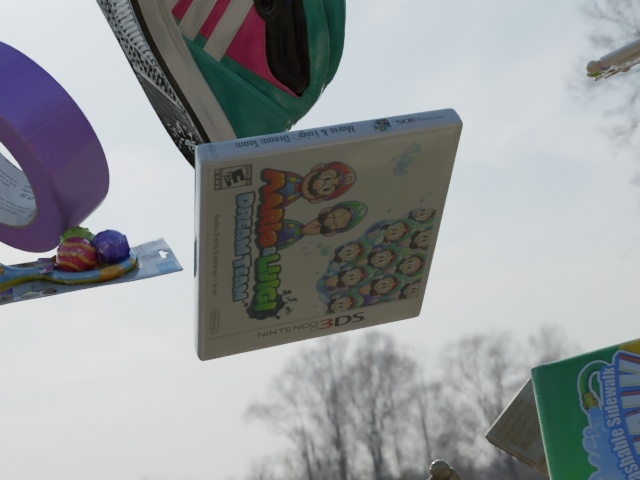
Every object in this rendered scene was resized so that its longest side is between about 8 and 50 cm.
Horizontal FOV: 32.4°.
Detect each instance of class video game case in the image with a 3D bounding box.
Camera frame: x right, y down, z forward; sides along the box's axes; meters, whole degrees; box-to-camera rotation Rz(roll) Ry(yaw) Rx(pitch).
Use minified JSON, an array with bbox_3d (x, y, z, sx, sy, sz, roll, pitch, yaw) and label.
[{"bbox_3d":[0.000,0.000,0.618,0.143,0.019,0.157,-10,-43,-17],"label":"video game case"}]

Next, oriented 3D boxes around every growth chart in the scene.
[{"bbox_3d":[0.395,-0.230,1.302,0.172,0.021,0.237,-25,-3,28],"label":"growth chart"}]

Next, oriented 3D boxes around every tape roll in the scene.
[{"bbox_3d":[-0.397,-0.116,1.370,0.275,0.275,0.090,-29,17,52],"label":"tape roll"}]

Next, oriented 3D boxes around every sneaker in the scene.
[{"bbox_3d":[-0.072,-0.207,0.842,0.178,0.295,0.124,-35,29,-19],"label":"sneaker"}]

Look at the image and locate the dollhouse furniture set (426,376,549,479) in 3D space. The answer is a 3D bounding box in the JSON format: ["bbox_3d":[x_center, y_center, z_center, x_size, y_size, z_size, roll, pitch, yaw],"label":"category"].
[{"bbox_3d":[0.081,0.212,0.461,0.303,0.355,0.174,22,-25,47],"label":"dollhouse furniture set"}]

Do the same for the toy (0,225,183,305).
[{"bbox_3d":[-0.294,0.019,1.300,0.237,0.056,0.137,-14,22,-15],"label":"toy"}]

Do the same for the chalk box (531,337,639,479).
[{"bbox_3d":[0.164,0.116,0.422,0.213,0.132,0.132,-18,-42,19],"label":"chalk box"}]
